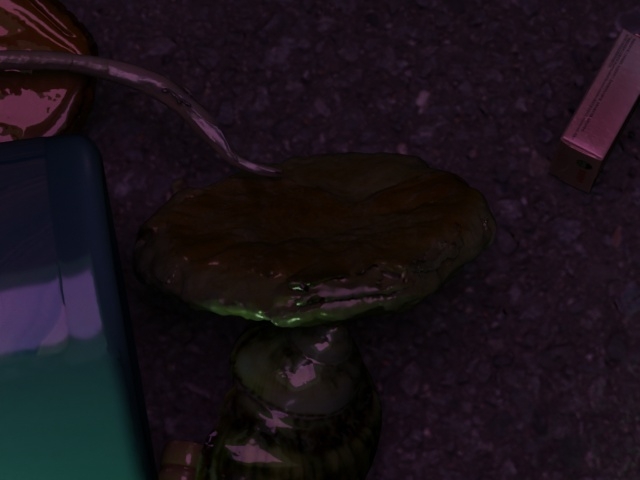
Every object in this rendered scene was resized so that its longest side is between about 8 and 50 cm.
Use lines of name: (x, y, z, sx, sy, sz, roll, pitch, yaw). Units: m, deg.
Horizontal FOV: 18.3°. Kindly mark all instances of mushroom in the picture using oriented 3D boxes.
mushroom: (-0.173, -0.122, 1.702, 0.306, 0.043, 0.068, 15, 86, -5)

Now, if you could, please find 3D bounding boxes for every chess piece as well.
chess piece: (-0.123, 0.231, 1.668, 0.066, 0.066, 0.122, 11, 65, 3)

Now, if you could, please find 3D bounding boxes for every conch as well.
conch: (-0.024, 0.149, 1.643, 0.124, 0.181, 0.187, 7, 26, 31)

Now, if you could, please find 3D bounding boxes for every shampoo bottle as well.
shampoo bottle: (-0.318, 0.098, 1.569, 0.343, 0.331, 0.331, -9, 72, -5)

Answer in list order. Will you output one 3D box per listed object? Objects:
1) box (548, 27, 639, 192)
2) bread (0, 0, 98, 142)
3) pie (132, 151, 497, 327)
box: (0.253, -0.115, 1.768, 0.043, 0.089, 0.125, 28, 75, 8)
bread: (-0.297, -0.144, 1.762, 0.199, 0.104, 0.199, 2, 75, -9)
pie: (0.000, 0.000, 1.662, 0.306, 0.306, 0.071, -7, 117, 4)
